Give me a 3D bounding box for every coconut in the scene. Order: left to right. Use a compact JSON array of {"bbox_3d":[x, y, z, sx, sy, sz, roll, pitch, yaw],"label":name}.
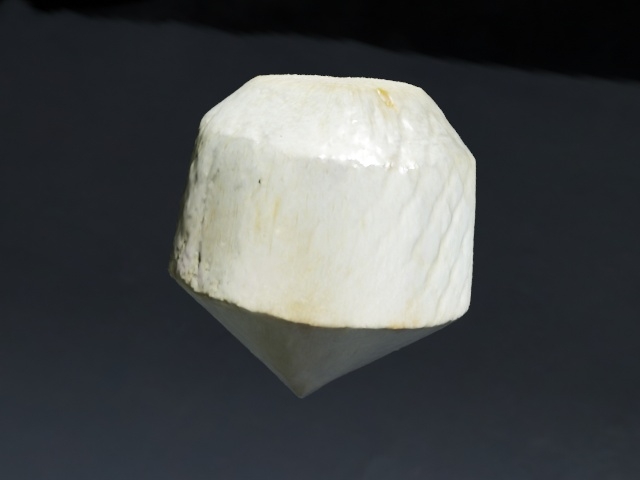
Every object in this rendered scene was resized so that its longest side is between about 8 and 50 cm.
[{"bbox_3d":[0.000,0.000,1.532,0.329,0.328,0.329,15,-13,4],"label":"coconut"}]
